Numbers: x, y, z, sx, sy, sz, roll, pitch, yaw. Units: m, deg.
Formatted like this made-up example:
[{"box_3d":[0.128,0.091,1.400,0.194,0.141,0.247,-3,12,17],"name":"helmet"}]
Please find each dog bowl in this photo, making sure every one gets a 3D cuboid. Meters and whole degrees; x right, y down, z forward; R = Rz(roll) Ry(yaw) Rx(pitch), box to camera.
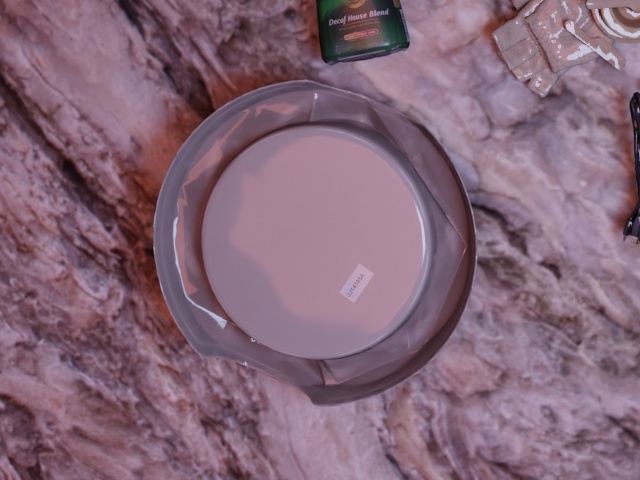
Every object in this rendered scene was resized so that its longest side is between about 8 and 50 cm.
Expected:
[{"box_3d":[0.000,0.000,1.576,0.348,0.102,0.349,1,97,11],"name":"dog bowl"}]

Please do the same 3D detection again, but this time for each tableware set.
[{"box_3d":[0.364,-0.212,1.494,0.194,0.039,0.128,37,98,-6],"name":"tableware set"}]

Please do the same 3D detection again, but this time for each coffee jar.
[{"box_3d":[0.033,-0.284,1.550,0.096,0.079,0.184,-11,94,12],"name":"coffee jar"}]

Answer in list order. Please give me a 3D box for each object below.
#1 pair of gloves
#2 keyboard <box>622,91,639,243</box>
[{"box_3d":[0.228,-0.296,1.531,0.204,0.042,0.240,-43,93,7],"name":"pair of gloves"},{"box_3d":[0.407,-0.091,1.495,0.201,0.033,0.317,-4,106,9],"name":"keyboard"}]
